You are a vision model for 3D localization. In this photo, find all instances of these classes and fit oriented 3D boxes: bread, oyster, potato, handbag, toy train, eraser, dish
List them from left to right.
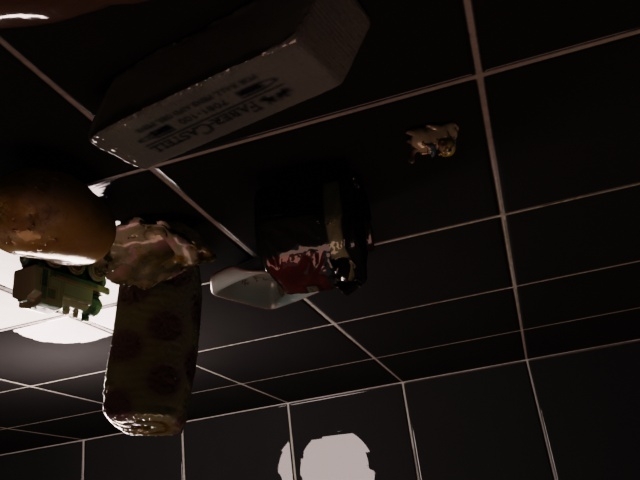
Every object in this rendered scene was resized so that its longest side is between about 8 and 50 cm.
[{"bbox_3d":[-0.393,-0.030,1.026,0.150,0.146,0.234,34,178,14],"label":"potato"},{"bbox_3d":[-0.471,0.081,1.276,0.080,0.125,0.194,-14,156,25],"label":"toy train"},{"bbox_3d":[-0.303,0.012,1.222,0.208,0.133,0.072,-20,-168,11],"label":"oyster"},{"bbox_3d":[-0.302,0.179,1.291,0.155,0.339,0.187,0,157,0],"label":"bread"},{"bbox_3d":[-0.112,-0.188,0.817,0.352,0.078,0.111,-19,154,24],"label":"eraser"},{"bbox_3d":[-0.123,0.077,1.447,0.154,0.064,0.234,-23,154,32],"label":"dish"},{"bbox_3d":[0.000,0.000,1.164,0.181,0.182,0.254,-8,160,7],"label":"handbag"}]

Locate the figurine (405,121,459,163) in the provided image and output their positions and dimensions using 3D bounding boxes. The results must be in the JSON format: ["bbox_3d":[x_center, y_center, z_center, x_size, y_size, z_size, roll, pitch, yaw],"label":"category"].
[{"bbox_3d":[0.170,-0.144,1.042,0.083,0.051,0.047,-12,162,10],"label":"figurine"}]

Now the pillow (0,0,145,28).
[{"bbox_3d":[-0.211,-0.284,0.531,0.305,0.109,0.308,-12,159,-1],"label":"pillow"}]
